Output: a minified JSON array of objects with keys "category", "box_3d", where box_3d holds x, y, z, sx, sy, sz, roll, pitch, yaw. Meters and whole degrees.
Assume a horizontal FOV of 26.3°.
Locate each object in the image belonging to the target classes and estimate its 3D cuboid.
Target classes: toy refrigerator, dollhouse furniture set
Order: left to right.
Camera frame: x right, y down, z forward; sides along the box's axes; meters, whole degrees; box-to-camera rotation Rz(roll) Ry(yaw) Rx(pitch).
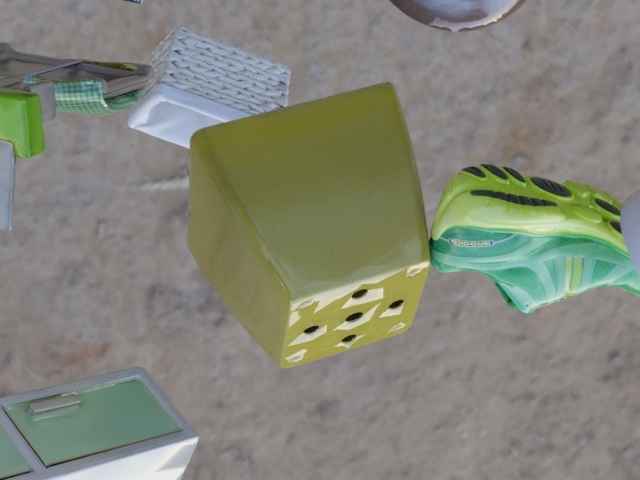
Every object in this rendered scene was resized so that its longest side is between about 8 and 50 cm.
[{"category":"dollhouse furniture set","box_3d":[-0.314,-0.102,1.382,0.197,0.301,0.151,10,106,13]},{"category":"toy refrigerator","box_3d":[-0.247,0.193,1.199,0.269,0.102,0.094,-9,135,-44]}]

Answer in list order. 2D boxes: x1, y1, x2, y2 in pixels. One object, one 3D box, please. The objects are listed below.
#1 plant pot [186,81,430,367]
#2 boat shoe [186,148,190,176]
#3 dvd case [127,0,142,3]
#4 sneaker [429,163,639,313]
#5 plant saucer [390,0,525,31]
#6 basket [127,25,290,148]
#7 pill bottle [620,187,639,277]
[{"category":"plant pot","box_3d":[0.000,0.000,1.353,0.212,0.187,0.212,-16,151,-16]},{"category":"boat shoe","box_3d":[-0.026,-0.110,1.898,0.341,0.121,0.110,11,127,10]},{"category":"dvd case","box_3d":[-0.243,-0.299,1.442,0.119,0.013,0.087,10,133,0]},{"category":"sneaker","box_3d":[0.229,0.009,1.351,0.295,0.109,0.123,15,124,-26]},{"category":"plant saucer","box_3d":[0.137,-0.304,1.327,0.198,0.036,0.198,0,90,-15]},{"category":"basket","box_3d":[-0.129,-0.171,1.632,0.167,0.103,0.113,20,158,-21]},{"category":"pill bottle","box_3d":[0.436,-0.061,1.101,0.204,0.204,0.361,25,131,-36]}]
